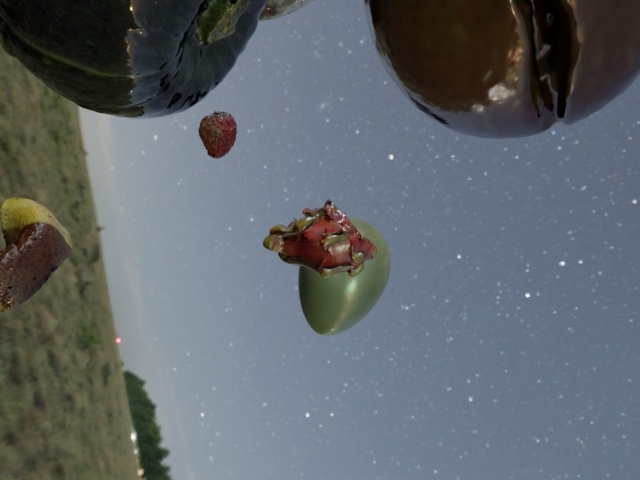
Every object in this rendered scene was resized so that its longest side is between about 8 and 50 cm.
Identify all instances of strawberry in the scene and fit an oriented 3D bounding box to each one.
[{"bbox_3d":[-0.212,-0.217,1.270,0.083,0.083,0.097,-138,-124,-59],"label":"strawberry"}]

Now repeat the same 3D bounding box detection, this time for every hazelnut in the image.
[{"bbox_3d":[0.127,-0.190,0.408,0.218,0.234,0.218,37,-19,15],"label":"hazelnut"}]

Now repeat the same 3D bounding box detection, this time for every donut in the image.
[{"bbox_3d":[-0.645,0.010,1.370,0.112,0.151,0.295,87,-7,-49],"label":"donut"}]

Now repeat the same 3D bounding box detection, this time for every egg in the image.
[{"bbox_3d":[0.053,0.089,1.502,0.218,0.218,0.296,1,-107,70],"label":"egg"}]

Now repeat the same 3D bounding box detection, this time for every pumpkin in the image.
[{"bbox_3d":[-0.197,-0.289,0.671,0.241,0.323,0.323,39,-30,6],"label":"pumpkin"}]

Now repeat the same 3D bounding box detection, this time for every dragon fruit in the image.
[{"bbox_3d":[0.000,0.000,1.115,0.133,0.207,0.150,97,-7,-72],"label":"dragon fruit"}]

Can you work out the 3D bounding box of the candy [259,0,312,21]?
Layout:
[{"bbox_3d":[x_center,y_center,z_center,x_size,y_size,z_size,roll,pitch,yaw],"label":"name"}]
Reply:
[{"bbox_3d":[-0.080,-0.497,1.050,0.157,0.289,0.214,-78,145,-66],"label":"candy"}]
